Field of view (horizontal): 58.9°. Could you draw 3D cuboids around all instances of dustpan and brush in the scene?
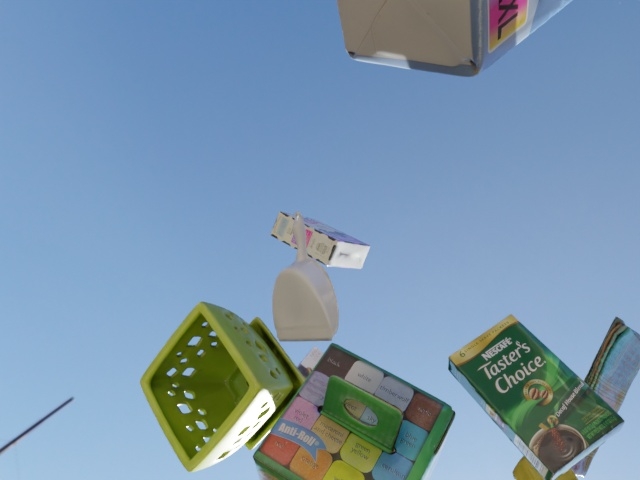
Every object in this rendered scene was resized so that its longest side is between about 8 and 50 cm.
[{"bbox_3d":[-0.032,0.058,0.948,0.147,0.060,0.211,-11,-87,46],"label":"dustpan and brush"}]

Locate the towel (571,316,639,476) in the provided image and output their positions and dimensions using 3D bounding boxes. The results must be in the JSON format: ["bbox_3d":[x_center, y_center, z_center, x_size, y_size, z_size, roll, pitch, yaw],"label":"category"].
[{"bbox_3d":[0.649,0.374,1.308,0.040,0.271,0.370,26,-90,45],"label":"towel"}]

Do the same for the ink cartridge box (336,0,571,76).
[{"bbox_3d":[0.176,-0.352,0.465,0.151,0.395,0.270,25,-35,38],"label":"ink cartridge box"}]

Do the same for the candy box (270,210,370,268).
[{"bbox_3d":[0.000,0.000,1.445,0.196,0.165,0.070,27,-80,32],"label":"candy box"}]

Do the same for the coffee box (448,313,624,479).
[{"bbox_3d":[0.258,0.188,0.704,0.184,0.113,0.040,51,-14,39],"label":"coffee box"}]

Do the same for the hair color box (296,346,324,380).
[{"bbox_3d":[0.050,0.432,1.316,0.339,0.185,0.110,38,-43,8],"label":"hair color box"}]

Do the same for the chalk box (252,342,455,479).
[{"bbox_3d":[0.042,0.269,0.705,0.180,0.179,0.289,25,-35,22],"label":"chalk box"}]

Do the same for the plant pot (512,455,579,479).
[{"bbox_3d":[0.355,0.380,0.897,0.083,0.081,0.081,-28,-52,4],"label":"plant pot"}]

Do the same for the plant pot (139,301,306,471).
[{"bbox_3d":[-0.176,0.279,1.109,0.227,0.207,0.228,-51,-122,14],"label":"plant pot"}]
